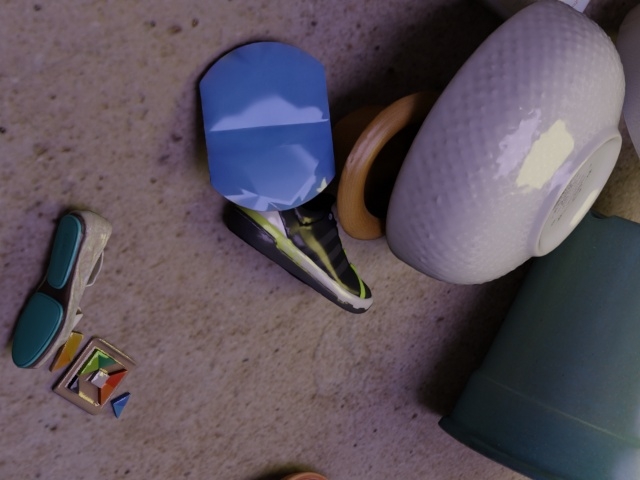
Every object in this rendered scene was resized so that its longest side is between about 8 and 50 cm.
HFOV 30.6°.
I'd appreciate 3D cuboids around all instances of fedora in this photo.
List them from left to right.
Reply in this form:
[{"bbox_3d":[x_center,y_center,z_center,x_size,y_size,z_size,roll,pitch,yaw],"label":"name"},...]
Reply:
[{"bbox_3d":[0.064,-0.092,1.268,0.194,0.079,0.194,-36,146,-30],"label":"fedora"}]

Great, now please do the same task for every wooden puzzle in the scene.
[{"bbox_3d":[-0.232,0.141,1.205,0.116,0.014,0.078,34,90,-45],"label":"wooden puzzle"}]

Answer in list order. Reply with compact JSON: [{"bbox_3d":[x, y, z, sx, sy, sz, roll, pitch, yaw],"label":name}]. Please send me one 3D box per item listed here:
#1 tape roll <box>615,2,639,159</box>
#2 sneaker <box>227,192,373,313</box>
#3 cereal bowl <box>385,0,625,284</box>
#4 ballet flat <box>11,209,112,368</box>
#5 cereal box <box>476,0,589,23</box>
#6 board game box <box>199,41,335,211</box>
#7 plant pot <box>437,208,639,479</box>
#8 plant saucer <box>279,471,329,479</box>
[{"bbox_3d":[0.508,-0.131,1.460,0.392,0.072,0.392,24,53,-37],"label":"tape roll"},{"bbox_3d":[0.000,0.000,1.270,0.097,0.084,0.235,-56,135,-3],"label":"sneaker"},{"bbox_3d":[0.230,-0.085,1.296,0.339,0.141,0.339,-43,157,-24],"label":"cereal bowl"},{"bbox_3d":[-0.242,0.052,1.120,0.052,0.057,0.168,12,106,-53],"label":"ballet flat"},{"bbox_3d":[0.235,-0.332,1.307,0.240,0.047,0.173,27,96,-46],"label":"cereal box"},{"bbox_3d":[-0.057,-0.114,1.179,0.133,0.033,0.168,-9,97,-21],"label":"board game box"},{"bbox_3d":[0.373,0.149,1.516,0.341,0.341,0.334,21,91,-44],"label":"plant pot"},{"bbox_3d":[-0.038,0.383,1.440,0.200,0.037,0.199,-4,95,-53],"label":"plant saucer"}]
